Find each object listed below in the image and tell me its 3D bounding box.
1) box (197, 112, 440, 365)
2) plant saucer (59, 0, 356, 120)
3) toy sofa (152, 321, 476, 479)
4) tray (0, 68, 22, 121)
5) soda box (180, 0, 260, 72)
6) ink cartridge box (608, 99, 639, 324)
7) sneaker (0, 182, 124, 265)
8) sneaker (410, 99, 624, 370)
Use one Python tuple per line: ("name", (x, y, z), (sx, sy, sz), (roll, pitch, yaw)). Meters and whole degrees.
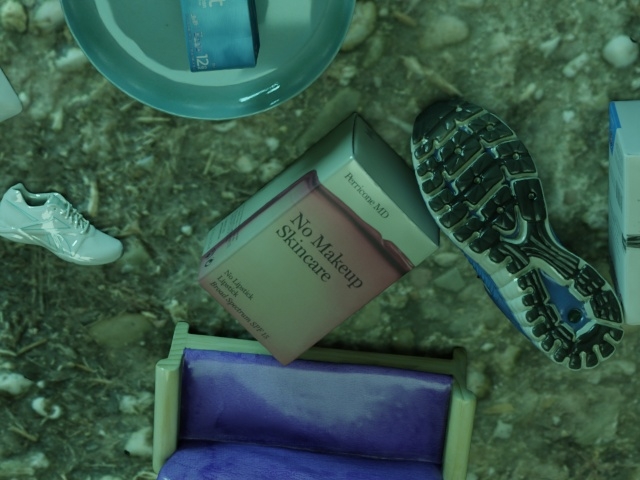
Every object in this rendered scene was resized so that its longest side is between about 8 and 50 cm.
("box", (0.000, 0.000, 2.008), (0.232, 0.127, 0.148), (-39, 108, 20))
("plant saucer", (-0.118, -0.281, 1.923), (0.317, 0.043, 0.317), (2, 116, 3))
("toy sofa", (-0.009, 0.211, 2.086), (0.362, 0.177, 0.150), (6, 117, 2))
("tray", (-0.452, -0.222, 1.980), (0.145, 0.030, 0.270), (-23, 113, 15))
("soda box", (-0.109, -0.282, 1.861), (0.071, 0.067, 0.210), (-4, 116, 5))
("ink cartridge box", (0.358, -0.032, 1.958), (0.086, 0.148, 0.203), (-4, 117, 3))
("sneaker", (-0.293, -0.016, 2.059), (0.152, 0.053, 0.061), (19, 113, -5))
("sneaker", (0.197, -0.001, 1.991), (0.130, 0.147, 0.330), (-31, 90, -9))
